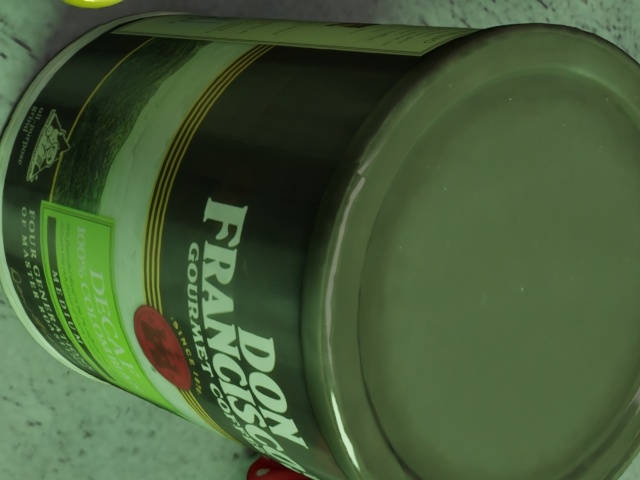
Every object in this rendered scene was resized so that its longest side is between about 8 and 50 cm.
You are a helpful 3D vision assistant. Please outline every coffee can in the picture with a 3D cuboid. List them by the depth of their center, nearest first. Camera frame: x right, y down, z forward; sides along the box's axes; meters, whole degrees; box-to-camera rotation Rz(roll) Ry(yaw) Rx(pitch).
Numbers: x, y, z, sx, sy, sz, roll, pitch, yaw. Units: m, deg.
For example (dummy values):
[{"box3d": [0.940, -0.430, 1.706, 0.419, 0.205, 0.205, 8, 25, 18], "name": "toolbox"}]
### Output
[{"box3d": [0.000, 0.000, 0.658, 0.201, 0.275, 0.202, -7, 103, -36], "name": "coffee can"}]

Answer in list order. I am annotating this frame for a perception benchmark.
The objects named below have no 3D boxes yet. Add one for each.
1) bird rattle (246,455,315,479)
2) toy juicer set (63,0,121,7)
[{"box3d": [0.016, 0.187, 0.757, 0.143, 0.207, 0.254, 40, 78, -38], "name": "bird rattle"}, {"box3d": [-0.053, -0.194, 0.608, 0.329, 0.089, 0.209, 4, 95, -70], "name": "toy juicer set"}]
